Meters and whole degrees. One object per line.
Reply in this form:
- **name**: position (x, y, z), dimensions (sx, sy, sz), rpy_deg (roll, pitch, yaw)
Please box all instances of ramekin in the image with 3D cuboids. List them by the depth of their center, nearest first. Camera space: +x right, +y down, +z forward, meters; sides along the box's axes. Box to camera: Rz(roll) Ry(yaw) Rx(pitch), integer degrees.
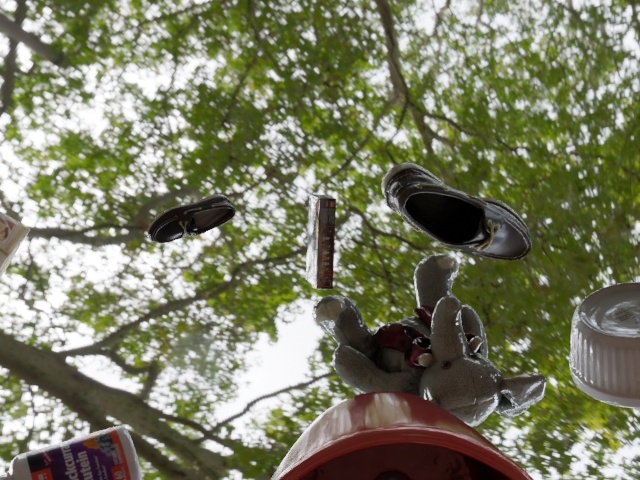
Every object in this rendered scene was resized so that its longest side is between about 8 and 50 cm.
- **ramekin**: position (0.480, 0.148, 1.257), dimensions (0.207, 0.207, 0.109), rpy_deg (-3, -64, 23)

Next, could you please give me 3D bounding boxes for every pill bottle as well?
- **pill bottle**: position (-0.336, 0.317, 1.072), dimensions (0.194, 0.108, 0.108), rpy_deg (-13, -118, -24)

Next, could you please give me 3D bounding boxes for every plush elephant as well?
- **plush elephant**: position (0.174, 0.185, 1.251), dimensions (0.272, 0.255, 0.330), rpy_deg (-12, -95, -23)

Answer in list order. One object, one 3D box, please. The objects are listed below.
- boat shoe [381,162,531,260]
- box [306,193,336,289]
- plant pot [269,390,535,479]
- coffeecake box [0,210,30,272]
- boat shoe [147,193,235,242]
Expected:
- **boat shoe**: position (0.180, -0.021, 1.045), dimensions (0.081, 0.228, 0.068), rpy_deg (-58, -156, 21)
- **box**: position (0.000, 0.000, 1.261), dimensions (0.027, 0.094, 0.137), rpy_deg (1, -84, -12)
- **plant pot**: position (0.064, 0.255, 0.708), dimensions (0.275, 0.243, 0.274), rpy_deg (0, -84, 1)
- **coffeecake box**: position (-0.498, -0.003, 1.075), dimensions (0.142, 0.185, 0.068), rpy_deg (-48, -165, 30)
- **boat shoe**: position (-0.177, -0.025, 1.148), dimensions (0.125, 0.046, 0.038), rpy_deg (-21, -143, -22)
